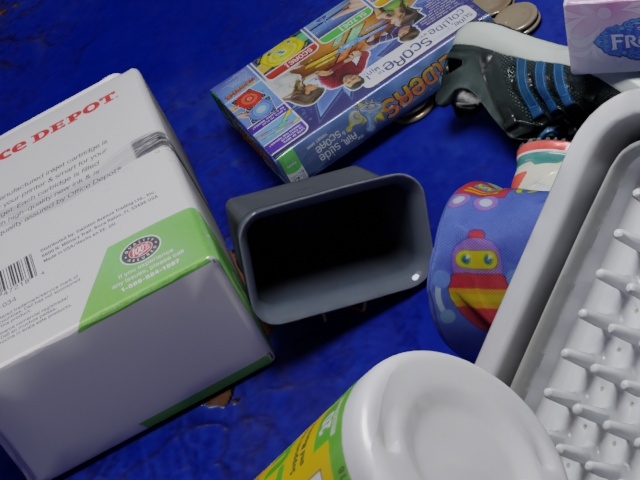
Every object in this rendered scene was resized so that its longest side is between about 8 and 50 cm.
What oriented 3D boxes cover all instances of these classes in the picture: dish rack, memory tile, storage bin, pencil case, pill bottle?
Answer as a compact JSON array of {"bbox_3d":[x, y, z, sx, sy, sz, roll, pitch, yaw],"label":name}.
[{"bbox_3d":[0.200,0.105,1.035,0.285,0.072,0.333,28,98,49],"label":"dish rack"},{"bbox_3d":[0.095,-0.154,1.550,0.148,0.012,0.113,-37,37,-11],"label":"memory tile"},{"bbox_3d":[0.000,0.000,1.370,0.135,0.098,0.091,-15,20,-14],"label":"storage bin"},{"bbox_3d":[0.216,0.013,1.192,0.306,0.133,0.119,-4,86,31],"label":"pencil case"},{"bbox_3d":[0.011,0.178,1.050,0.246,0.136,0.136,-46,23,39],"label":"pill bottle"}]

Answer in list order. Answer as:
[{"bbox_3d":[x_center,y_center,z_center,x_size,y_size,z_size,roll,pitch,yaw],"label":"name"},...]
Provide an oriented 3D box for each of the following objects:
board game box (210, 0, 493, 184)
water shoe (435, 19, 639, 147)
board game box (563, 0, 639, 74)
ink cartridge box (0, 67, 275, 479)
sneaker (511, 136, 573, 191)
[{"bbox_3d":[0.026,-0.135,1.533,0.201,0.035,0.136,-34,37,-5],"label":"board game box"},{"bbox_3d":[0.171,-0.098,1.407,0.203,0.073,0.080,24,90,44],"label":"water shoe"},{"bbox_3d":[0.344,-0.244,1.387,0.318,0.066,0.319,-2,42,14],"label":"board game box"},{"bbox_3d":[-0.172,0.019,1.440,0.198,0.115,0.273,-28,37,1],"label":"ink cartridge box"},{"bbox_3d":[0.198,-0.026,1.311,0.161,0.057,0.075,3,64,34],"label":"sneaker"}]
